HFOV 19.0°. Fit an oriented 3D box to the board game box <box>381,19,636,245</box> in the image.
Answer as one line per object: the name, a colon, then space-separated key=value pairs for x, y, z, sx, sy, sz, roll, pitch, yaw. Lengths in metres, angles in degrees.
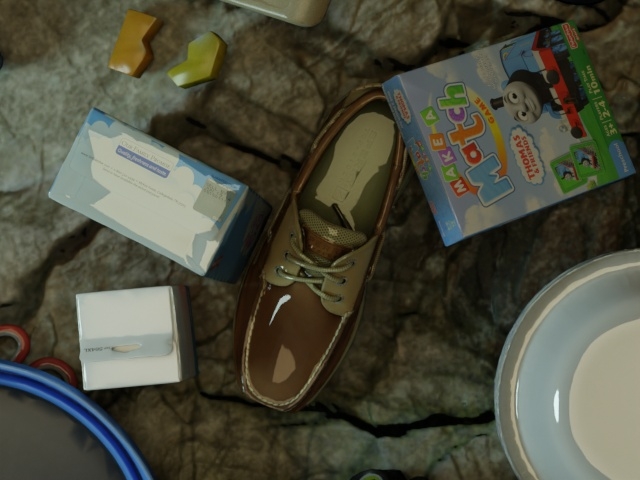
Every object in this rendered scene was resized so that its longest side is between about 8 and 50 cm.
board game box: x=0.176 y=-0.102 z=1.765 sx=0.211 sy=0.039 sz=0.160 roll=-20 pitch=87 yaw=-29

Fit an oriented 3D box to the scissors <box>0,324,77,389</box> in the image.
scissors: x=-0.331 y=0.228 z=1.842 sx=0.109 sy=0.021 sz=0.297 roll=25 pitch=90 yaw=1

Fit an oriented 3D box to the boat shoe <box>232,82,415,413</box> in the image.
boat shoe: x=0.000 y=0.000 z=1.780 sx=0.123 sy=0.120 sz=0.324 roll=19 pitch=89 yaw=4

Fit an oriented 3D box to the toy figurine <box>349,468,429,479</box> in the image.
toy figurine: x=0.064 y=0.327 z=1.751 sx=0.209 sy=0.148 sz=0.213 roll=39 pitch=90 yaw=4

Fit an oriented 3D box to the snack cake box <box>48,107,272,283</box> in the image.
snack cake box: x=-0.135 y=-0.035 z=1.716 sx=0.152 sy=0.264 sz=0.089 roll=26 pitch=89 yaw=4

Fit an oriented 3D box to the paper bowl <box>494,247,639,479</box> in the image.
paper bowl: x=0.302 y=0.148 z=1.748 sx=0.284 sy=0.148 sz=0.284 roll=0 pitch=89 yaw=3

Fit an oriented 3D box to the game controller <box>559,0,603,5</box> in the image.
game controller: x=0.153 y=-0.340 z=1.824 sx=0.319 sy=0.067 sz=0.166 roll=19 pitch=103 yaw=4

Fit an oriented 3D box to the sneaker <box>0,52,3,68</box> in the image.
sneaker: x=-0.340 y=-0.278 z=1.826 sx=0.163 sy=0.086 sz=0.226 roll=-41 pitch=85 yaw=3

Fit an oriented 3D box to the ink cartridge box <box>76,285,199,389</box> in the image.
ink cartridge box: x=-0.170 y=0.089 z=1.774 sx=0.092 sy=0.143 sz=0.090 roll=-6 pitch=88 yaw=2

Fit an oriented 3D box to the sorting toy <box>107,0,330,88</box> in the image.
sorting toy: x=-0.088 y=-0.286 z=1.808 sx=0.229 sy=0.041 sz=0.307 roll=20 pitch=92 yaw=20

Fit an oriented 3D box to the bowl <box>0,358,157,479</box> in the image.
bowl: x=-0.329 y=0.296 z=1.782 sx=0.391 sy=0.077 sz=0.391 roll=0 pitch=96 yaw=-2
